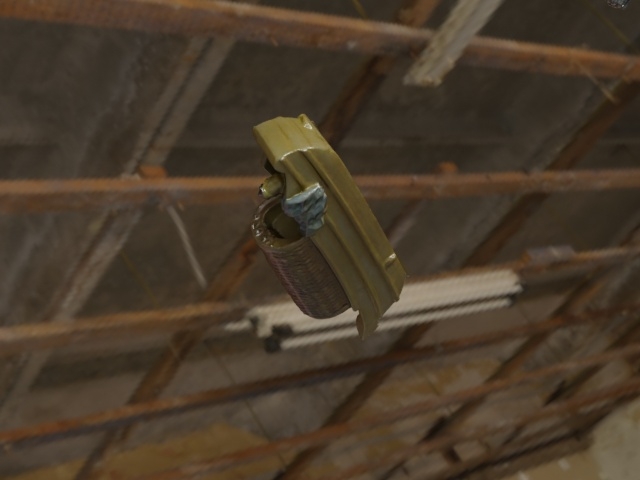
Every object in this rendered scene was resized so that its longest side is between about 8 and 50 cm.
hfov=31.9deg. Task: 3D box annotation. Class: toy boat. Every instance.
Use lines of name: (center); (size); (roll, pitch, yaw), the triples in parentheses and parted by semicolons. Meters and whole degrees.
toy boat: (0.000, 0.000, 1.111); (0.115, 0.089, 0.310); (-34, -37, 0)

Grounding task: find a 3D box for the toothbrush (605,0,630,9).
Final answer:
toothbrush: (0.396, -0.262, 1.276); (0.023, 0.321, 0.031); (28, -78, -17)
